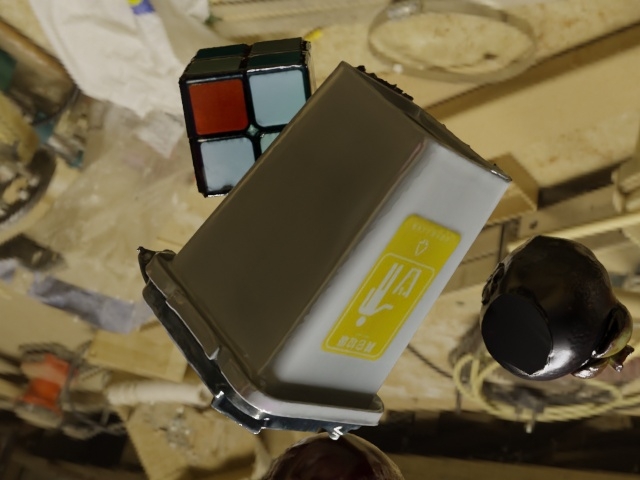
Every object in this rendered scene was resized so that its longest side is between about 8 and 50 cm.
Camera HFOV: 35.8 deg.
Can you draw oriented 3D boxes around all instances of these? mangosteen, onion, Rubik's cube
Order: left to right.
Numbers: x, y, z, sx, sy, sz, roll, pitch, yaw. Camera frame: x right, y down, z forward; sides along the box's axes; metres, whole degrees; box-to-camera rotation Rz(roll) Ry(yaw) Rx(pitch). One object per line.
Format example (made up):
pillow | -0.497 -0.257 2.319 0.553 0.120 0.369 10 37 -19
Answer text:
Rubik's cube | -0.093 -0.178 1.409 0.183 0.167 0.180 -5 114 1
onion | 0.023 0.489 1.875 0.336 0.260 0.281 -6 -170 -43
mangosteen | 0.422 0.137 1.764 0.287 0.233 0.288 20 123 35

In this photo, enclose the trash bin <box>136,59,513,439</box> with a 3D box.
trash bin | 0.000 0.000 1.102 0.255 0.296 0.368 19 112 -50
